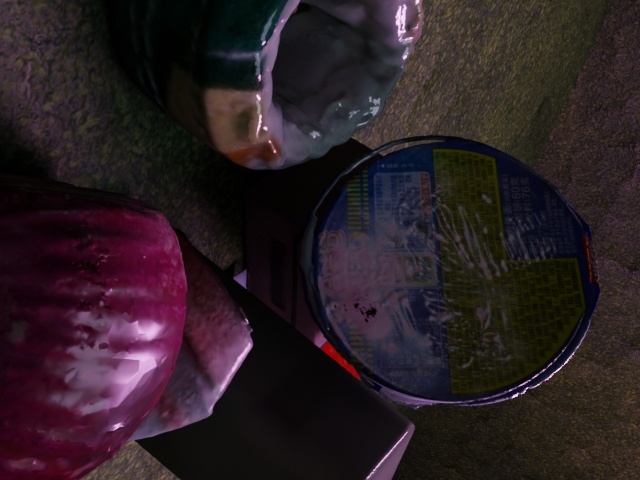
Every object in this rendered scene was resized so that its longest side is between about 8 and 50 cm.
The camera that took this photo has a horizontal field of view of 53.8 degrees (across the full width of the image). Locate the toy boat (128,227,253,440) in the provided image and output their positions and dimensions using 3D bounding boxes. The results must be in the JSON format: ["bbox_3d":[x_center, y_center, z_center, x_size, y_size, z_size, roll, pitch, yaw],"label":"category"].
[{"bbox_3d":[-0.216,0.116,0.587,0.282,0.206,0.096,-29,157,-23],"label":"toy boat"}]

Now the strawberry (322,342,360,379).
[{"bbox_3d":[-0.043,0.191,1.056,0.205,0.205,0.244,-44,131,-31],"label":"strawberry"}]

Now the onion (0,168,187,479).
[{"bbox_3d":[-0.222,0.067,0.445,0.272,0.231,0.256,-34,149,-57],"label":"onion"}]

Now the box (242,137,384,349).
[{"bbox_3d":[0.000,0.000,0.896,0.188,0.153,0.252,-41,152,-30],"label":"box"}]

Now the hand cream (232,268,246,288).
[{"bbox_3d":[-0.129,0.118,0.921,0.065,0.043,0.170,-36,146,-36],"label":"hand cream"}]

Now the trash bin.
[{"bbox_3d":[-0.088,0.204,0.733,0.158,0.343,0.222,-31,146,-43],"label":"trash bin"}]

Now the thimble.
[{"bbox_3d":[-0.032,-0.201,0.566,0.288,0.167,0.254,-29,145,-47],"label":"thimble"}]

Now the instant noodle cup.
[{"bbox_3d":[0.126,0.076,0.739,0.284,0.284,0.312,-51,164,-17],"label":"instant noodle cup"}]
